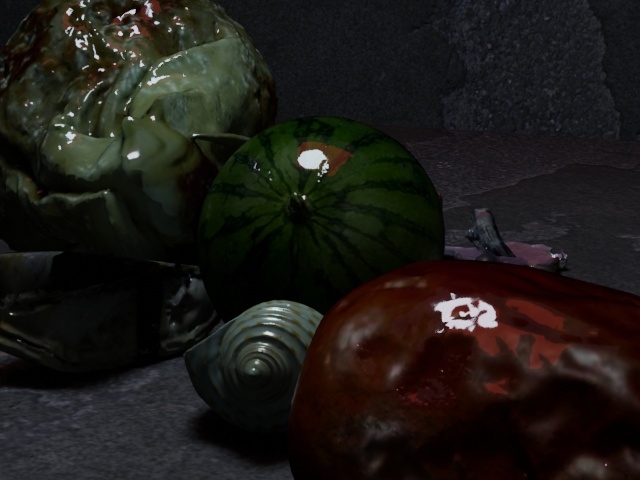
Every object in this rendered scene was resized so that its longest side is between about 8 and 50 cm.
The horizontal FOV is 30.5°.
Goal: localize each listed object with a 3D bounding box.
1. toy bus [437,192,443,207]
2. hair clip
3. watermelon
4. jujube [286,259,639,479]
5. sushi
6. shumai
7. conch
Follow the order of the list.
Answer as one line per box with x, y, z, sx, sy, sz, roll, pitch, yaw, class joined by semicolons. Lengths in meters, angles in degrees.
0.059;-0.040;1.716;0.234;0.074;0.096;2;22;9;toy bus
0.237;0.012;1.544;0.146;0.056;0.187;-1;22;-14;hair clip
0.001;0.002;1.121;0.242;0.242;0.242;1;13;0;watermelon
0.139;0.122;0.718;0.318;0.223;0.223;11;14;10;jujube
-0.193;0.075;1.150;0.134;0.109;0.273;0;-6;31;sushi
-0.202;-0.095;1.334;0.395;0.395;0.348;-4;21;-20;shumai
-0.045;0.109;0.960;0.135;0.102;0.153;-5;-22;10;conch
